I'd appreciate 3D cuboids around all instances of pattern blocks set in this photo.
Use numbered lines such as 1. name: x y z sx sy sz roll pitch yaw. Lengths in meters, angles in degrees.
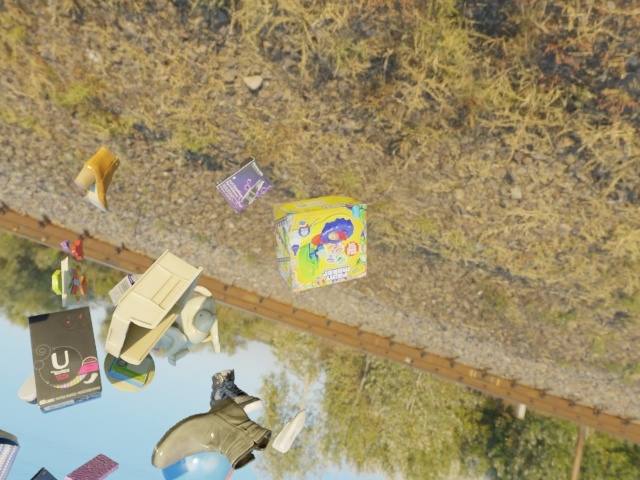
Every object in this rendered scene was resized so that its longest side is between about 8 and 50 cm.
1. pattern blocks set: -0.943 0.159 1.644 0.026 0.324 0.285 -4 -178 -9

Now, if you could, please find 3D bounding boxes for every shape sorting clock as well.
1. shape sorting clock: -0.766 0.509 1.740 0.206 0.206 0.040 28 121 -34

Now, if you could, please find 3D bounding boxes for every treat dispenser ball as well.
1. treat dispenser ball: -0.457 0.812 1.650 0.288 0.288 0.288 17 165 5

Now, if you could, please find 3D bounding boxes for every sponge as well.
1. sponge: -1.035 1.054 1.966 0.117 0.031 0.210 21 -174 13

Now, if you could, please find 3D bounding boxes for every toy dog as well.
1. toy dog: -0.728 0.428 2.188 0.408 0.395 0.284 -7 166 -15

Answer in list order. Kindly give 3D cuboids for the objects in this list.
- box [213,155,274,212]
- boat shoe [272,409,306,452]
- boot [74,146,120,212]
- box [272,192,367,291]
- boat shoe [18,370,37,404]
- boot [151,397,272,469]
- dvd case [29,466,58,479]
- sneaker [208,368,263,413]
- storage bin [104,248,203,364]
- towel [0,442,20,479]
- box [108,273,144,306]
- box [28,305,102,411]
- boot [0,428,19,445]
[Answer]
1. box: -0.334 -0.246 1.889 0.153 0.207 0.108 54 175 -25
2. boat shoe: -0.119 0.724 1.656 0.063 0.184 0.066 6 127 28
3. boot: -0.978 -0.272 1.966 0.104 0.211 0.295 25 155 8
4. box: 0.000 0.000 1.555 0.290 0.279 0.177 -11 -158 -20
5. boat shoe: -0.863 0.423 1.402 0.080 0.228 0.076 12 139 12
6. boot: -0.240 0.467 0.991 0.161 0.083 0.247 25 -151 35
7. dvd case: -0.802 0.766 1.224 0.018 0.164 0.221 17 134 24
8. sneaker: -0.317 0.546 1.567 0.269 0.153 0.101 -17 166 38
9. storage bin: -0.502 0.204 1.291 0.123 0.260 0.262 34 134 -5
10. towel: -0.947 0.599 1.037 0.040 0.243 0.336 -13 146 35
11. box: -0.747 0.199 1.736 0.072 0.126 0.137 57 -161 14
12. box: -0.768 0.357 1.308 0.165 0.270 0.143 -9 159 -31
13. boot: -1.007 0.540 1.277 0.176 0.088 0.244 40 160 32
